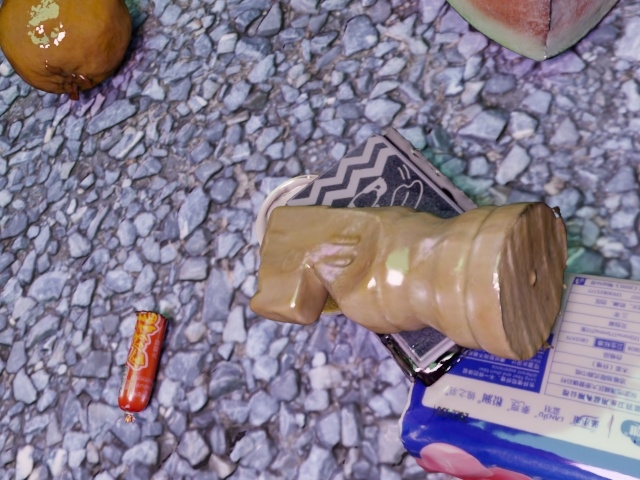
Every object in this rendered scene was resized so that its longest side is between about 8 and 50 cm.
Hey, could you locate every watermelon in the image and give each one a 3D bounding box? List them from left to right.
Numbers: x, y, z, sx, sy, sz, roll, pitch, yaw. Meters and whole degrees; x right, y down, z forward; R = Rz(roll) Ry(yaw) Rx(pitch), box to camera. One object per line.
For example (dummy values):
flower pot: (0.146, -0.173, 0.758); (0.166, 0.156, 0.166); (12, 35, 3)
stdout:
watermelon: (0.270, -0.419, 0.875); (0.283, 0.293, 0.250); (38, 47, 13)

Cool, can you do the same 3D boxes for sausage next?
sausage: (-0.238, 0.166, 0.965); (0.050, 0.048, 0.145); (13, 69, -9)

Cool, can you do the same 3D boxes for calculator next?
calculator: (0.083, 0.002, 0.751); (0.165, 0.028, 0.274); (-39, 54, 0)

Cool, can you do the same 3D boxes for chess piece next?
chess piece: (0.059, 0.023, 0.673); (0.300, 0.137, 0.137); (5, 68, 39)

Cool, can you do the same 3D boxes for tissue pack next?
tissue pack: (0.234, 0.140, 0.692); (0.269, 0.137, 0.209); (5, 66, 32)

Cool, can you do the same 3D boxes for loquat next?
loquat: (-0.429, -0.357, 1.230); (0.238, 0.193, 0.238); (-7, 64, 15)

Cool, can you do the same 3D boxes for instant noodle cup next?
instant noodle cup: (0.000, 0.000, 0.881); (0.151, 0.122, 0.151); (-9, 60, 17)
